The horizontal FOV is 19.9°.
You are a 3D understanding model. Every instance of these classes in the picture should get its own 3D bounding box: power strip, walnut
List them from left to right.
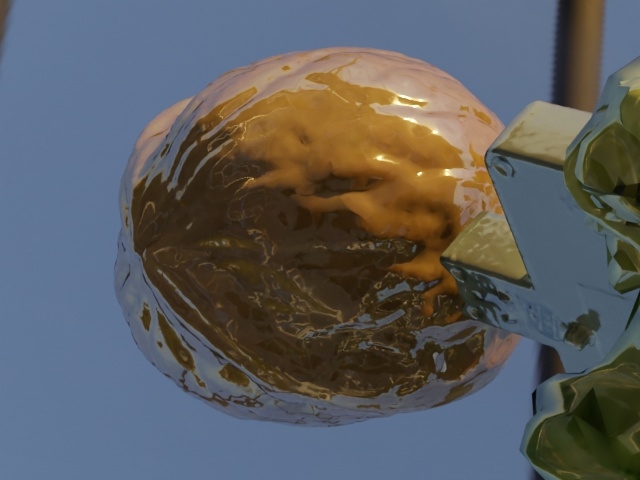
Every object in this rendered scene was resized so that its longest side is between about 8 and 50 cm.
[{"bbox_3d":[0.000,0.000,0.964,0.228,0.228,0.228,-2,-96,16],"label":"walnut"},{"bbox_3d":[0.120,0.032,0.830,0.145,0.216,0.061,20,-125,43],"label":"power strip"}]

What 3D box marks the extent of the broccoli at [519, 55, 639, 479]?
[{"bbox_3d":[0.186,0.002,0.340,0.293,0.348,0.281,7,-72,13],"label":"broccoli"}]
